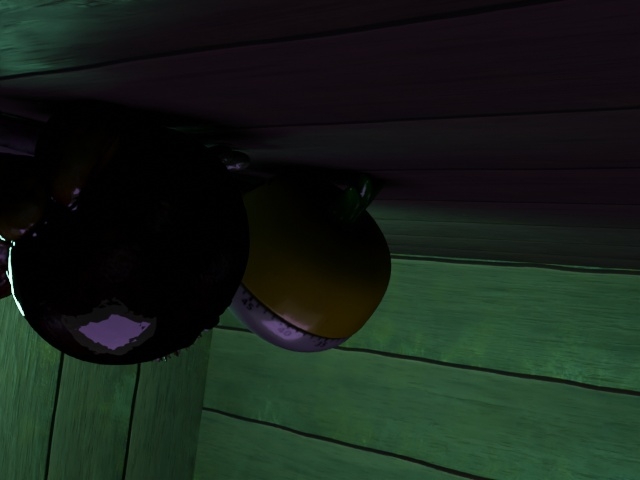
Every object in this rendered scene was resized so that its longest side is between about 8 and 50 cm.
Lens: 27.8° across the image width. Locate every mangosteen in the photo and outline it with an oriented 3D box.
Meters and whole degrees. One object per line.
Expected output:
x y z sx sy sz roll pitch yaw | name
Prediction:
-0.255 -0.014 1.553 0.347 0.307 0.307 43 161 -24 | mangosteen

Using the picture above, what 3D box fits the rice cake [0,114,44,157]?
-0.371 -0.131 1.722 0.055 0.049 0.270 33 -167 37 | rice cake

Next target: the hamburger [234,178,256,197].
-0.201 -0.026 2.143 0.302 0.170 0.302 10 180 0 | hamburger

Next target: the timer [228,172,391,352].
0.000 0.000 1.878 0.285 0.285 0.285 7 177 0 | timer

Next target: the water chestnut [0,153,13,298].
-0.547 -0.035 2.145 0.244 0.289 0.289 -25 -172 -18 | water chestnut

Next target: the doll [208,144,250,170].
-0.171 -0.096 1.728 0.150 0.077 0.115 -8 180 31 | doll

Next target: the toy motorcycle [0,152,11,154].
-0.478 -0.104 1.778 0.307 0.108 0.173 23 179 -21 | toy motorcycle

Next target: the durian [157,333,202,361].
-0.343 0.064 2.398 0.347 0.348 0.384 9 -151 -23 | durian
